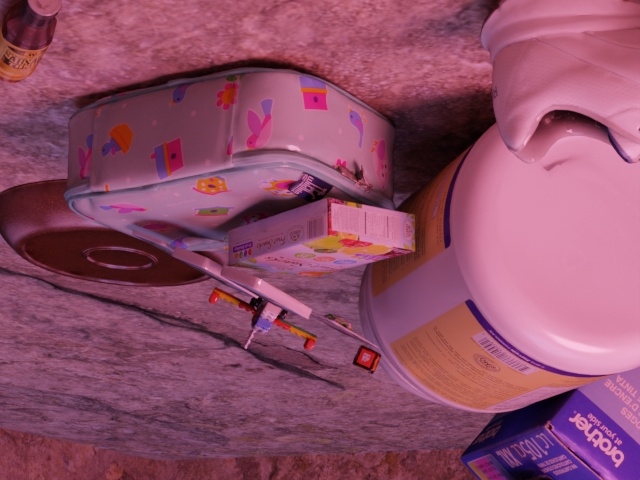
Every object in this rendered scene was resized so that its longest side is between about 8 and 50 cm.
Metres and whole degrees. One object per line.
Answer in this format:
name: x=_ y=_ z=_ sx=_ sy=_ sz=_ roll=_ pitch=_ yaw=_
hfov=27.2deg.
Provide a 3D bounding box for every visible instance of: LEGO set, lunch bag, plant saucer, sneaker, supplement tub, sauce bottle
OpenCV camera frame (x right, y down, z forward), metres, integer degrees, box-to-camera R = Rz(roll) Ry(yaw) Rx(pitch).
LEGO set: x=-0.050 y=0.074 z=1.233 sx=0.182 sy=0.060 sz=0.244 roll=19 pitch=171 yaw=43
lunch bag: x=-0.073 y=-0.062 z=1.208 sx=0.279 sy=0.108 sz=0.224 roll=-7 pitch=160 yaw=31
plant saucer: x=-0.233 y=0.001 z=1.555 sx=0.310 sy=0.050 sz=0.310 roll=4 pitch=162 yaw=1
sneaker: x=0.261 y=-0.116 z=0.936 sx=0.297 sy=0.129 sz=0.111 roll=-5 pitch=158 yaw=22
supplement tub: x=0.182 y=0.030 z=1.237 sx=0.241 sy=0.241 sz=0.331 roll=8 pitch=163 yaw=-15
sauce bottle: x=-0.229 y=-0.161 z=1.028 sx=0.042 sy=0.042 sz=0.128 roll=10 pitch=163 yaw=-20

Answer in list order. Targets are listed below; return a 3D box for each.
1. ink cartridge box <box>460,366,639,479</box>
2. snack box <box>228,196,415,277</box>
ink cartridge box: x=0.318 y=0.169 z=1.407 sx=0.151 sy=0.395 sz=0.270 roll=42 pitch=159 yaw=2
snack box: x=0.000 y=0.000 z=1.158 sx=0.100 sy=0.037 sz=0.141 roll=11 pitch=163 yaw=-39
